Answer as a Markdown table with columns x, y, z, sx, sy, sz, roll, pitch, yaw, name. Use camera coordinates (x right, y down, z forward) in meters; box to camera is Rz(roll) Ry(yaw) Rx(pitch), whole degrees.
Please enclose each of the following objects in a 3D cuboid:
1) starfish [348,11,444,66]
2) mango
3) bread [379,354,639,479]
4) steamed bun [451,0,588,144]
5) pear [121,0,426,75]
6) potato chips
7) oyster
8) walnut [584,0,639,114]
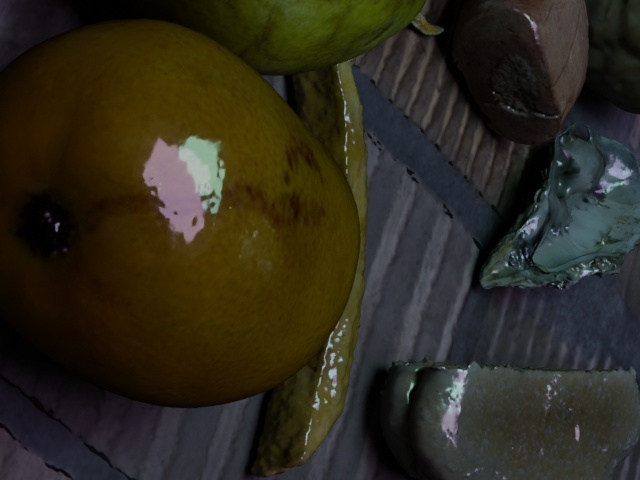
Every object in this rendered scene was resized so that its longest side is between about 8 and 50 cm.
| x | y | z | sx | sy | sz | roll | pitch | yaw | name |
| --- | --- | --- | --- | --- | --- | --- | --- | --- | --- |
| 0.049 | -0.241 | 1.753 | 0.217 | 0.050 | 0.223 | 33 | 65 | -51 | starfish |
| -0.098 | -0.012 | 1.402 | 0.378 | 0.221 | 0.264 | 17 | 69 | -57 | mango |
| 0.182 | 0.195 | 1.789 | 0.337 | 0.102 | 0.183 | 5 | 80 | -49 | bread |
| 0.194 | -0.190 | 1.870 | 0.145 | 0.106 | 0.175 | -62 | 143 | -42 | steamed bun |
| -0.045 | -0.253 | 1.466 | 0.321 | 0.269 | 0.269 | 33 | 60 | -41 | pear |
| 0.000 | 0.000 | 1.636 | 0.080 | 0.057 | 0.407 | 21 | 68 | -50 | potato chips |
| 0.262 | -0.020 | 1.930 | 0.199 | 0.087 | 0.252 | 36 | 50 | -30 | oyster |
| 0.360 | -0.248 | 1.978 | 0.248 | 0.248 | 0.248 | 10 | 76 | -49 | walnut |
